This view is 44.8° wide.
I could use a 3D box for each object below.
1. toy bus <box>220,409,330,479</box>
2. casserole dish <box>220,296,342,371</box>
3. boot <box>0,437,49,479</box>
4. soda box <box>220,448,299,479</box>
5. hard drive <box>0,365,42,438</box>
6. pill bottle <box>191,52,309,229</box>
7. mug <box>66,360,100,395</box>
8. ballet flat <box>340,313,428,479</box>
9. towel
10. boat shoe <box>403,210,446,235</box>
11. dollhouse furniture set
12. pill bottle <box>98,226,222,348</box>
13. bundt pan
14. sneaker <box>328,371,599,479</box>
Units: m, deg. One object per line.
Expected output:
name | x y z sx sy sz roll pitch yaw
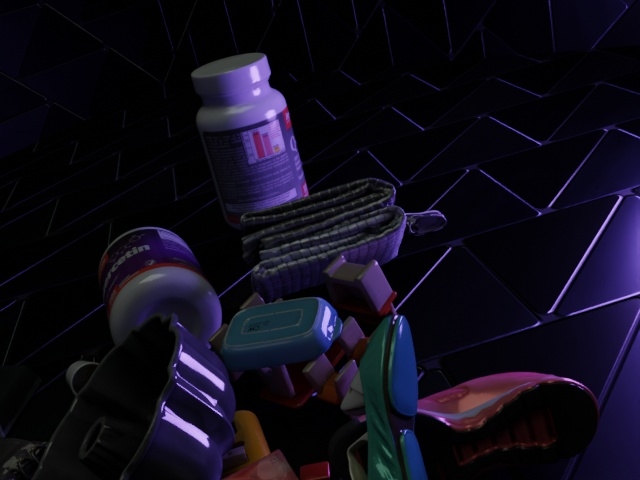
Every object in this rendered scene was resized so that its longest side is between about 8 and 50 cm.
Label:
toy bus | -0.094 0.288 0.915 0.202 0.104 0.191 1 28 31
casserole dish | -0.063 0.127 1.101 0.188 0.037 0.114 -12 32 20
boot | -0.433 0.340 1.002 0.263 0.091 0.229 -1 27 31
soda box | -0.013 0.328 0.728 0.092 0.083 0.263 -24 42 -20
hard drive | -0.612 0.277 1.282 0.254 0.054 0.172 -10 24 9
pill bottle | -0.162 -0.224 1.767 0.210 0.363 0.210 -11 24 5
mug | -0.382 0.230 1.279 0.064 0.078 0.062 6 62 55
ballet flat | 0.064 0.199 0.836 0.087 0.083 0.247 -16 62 23
towel | 0.000 0.000 1.367 0.283 0.121 0.235 -18 -14 -5
boat shoe | 0.190 -0.030 1.546 0.125 0.046 0.038 -9 18 -11
dollhouse furniture set | 0.011 0.153 1.180 0.262 0.135 0.259 9 43 41
pill bottle | -0.294 0.087 1.376 0.181 0.181 0.323 -20 24 -14
bundt pan | -0.213 0.253 0.899 0.331 0.124 0.331 -43 26 27
sneaker | 0.167 0.231 0.938 0.314 0.116 0.136 -13 4 4
